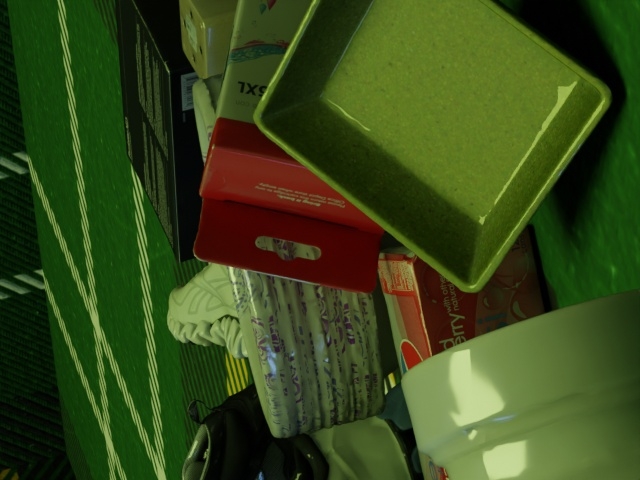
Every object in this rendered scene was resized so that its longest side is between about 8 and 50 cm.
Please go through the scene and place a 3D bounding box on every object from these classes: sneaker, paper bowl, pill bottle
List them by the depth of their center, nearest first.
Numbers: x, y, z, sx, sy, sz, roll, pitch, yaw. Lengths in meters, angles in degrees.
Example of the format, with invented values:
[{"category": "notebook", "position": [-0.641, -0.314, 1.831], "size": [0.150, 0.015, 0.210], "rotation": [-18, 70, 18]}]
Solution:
[{"category": "pill bottle", "position": [0.175, 0.218, 0.955], "size": [0.210, 0.210, 0.363], "rotation": [128, 126, -71]}, {"category": "paper bowl", "position": [0.000, 0.000, 1.445], "size": [0.284, 0.148, 0.284], "rotation": [166, 90, -84]}, {"category": "sneaker", "position": [0.036, 0.283, 1.549], "size": [0.127, 0.182, 0.316], "rotation": [-175, 72, -75]}, {"category": "sneaker", "position": [-0.057, 0.268, 1.913], "size": [0.101, 0.153, 0.269], "rotation": [-162, 60, -72]}, {"category": "sneaker", "position": [-0.082, 0.053, 1.929], "size": [0.292, 0.110, 0.118], "rotation": [-177, 81, -65]}]

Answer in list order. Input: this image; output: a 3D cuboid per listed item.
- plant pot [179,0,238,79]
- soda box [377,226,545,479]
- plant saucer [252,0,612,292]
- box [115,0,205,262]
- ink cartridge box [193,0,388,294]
[{"category": "plant pot", "position": [-0.068, -0.189, 1.658], "size": [0.109, 0.096, 0.109], "rotation": [-121, 22, -46]}, {"category": "soda box", "position": [0.116, 0.125, 1.294], "size": [0.083, 0.092, 0.263], "rotation": [-175, 72, -76]}, {"category": "plant saucer", "position": [0.072, -0.089, 1.163], "size": [0.188, 0.045, 0.188], "rotation": [39, 132, 9]}, {"category": "box", "position": [-0.135, -0.139, 1.924], "size": [0.261, 0.103, 0.184], "rotation": [92, 155, -45]}, {"category": "ink cartridge box", "position": [-0.003, -0.091, 1.284], "size": [0.078, 0.134, 0.231], "rotation": [112, 169, -63]}]
